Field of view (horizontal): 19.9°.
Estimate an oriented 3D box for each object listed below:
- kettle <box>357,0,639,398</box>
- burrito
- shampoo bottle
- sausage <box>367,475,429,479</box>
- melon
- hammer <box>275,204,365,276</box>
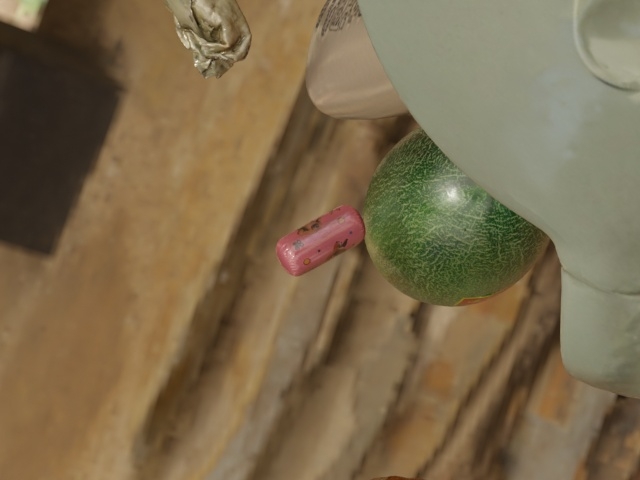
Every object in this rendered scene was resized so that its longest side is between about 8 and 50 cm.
[{"bbox_3d":[0.155,-0.137,0.660,0.318,0.205,0.265,-52,0,-44],"label":"kettle"},{"bbox_3d":[-0.088,-0.176,1.174,0.149,0.041,0.055,65,158,-4],"label":"burrito"},{"bbox_3d":[0.045,-0.119,1.012,0.127,0.078,0.257,-51,13,0],"label":"shampoo bottle"},{"bbox_3d":[0.006,0.142,0.608,0.076,0.076,0.197,-52,-1,31],"label":"sausage"},{"bbox_3d":[0.134,-0.029,1.757,0.288,0.182,0.182,129,154,-78],"label":"melon"},{"bbox_3d":[0.000,0.000,1.614,0.083,0.043,0.043,-30,28,-13],"label":"hammer"}]
